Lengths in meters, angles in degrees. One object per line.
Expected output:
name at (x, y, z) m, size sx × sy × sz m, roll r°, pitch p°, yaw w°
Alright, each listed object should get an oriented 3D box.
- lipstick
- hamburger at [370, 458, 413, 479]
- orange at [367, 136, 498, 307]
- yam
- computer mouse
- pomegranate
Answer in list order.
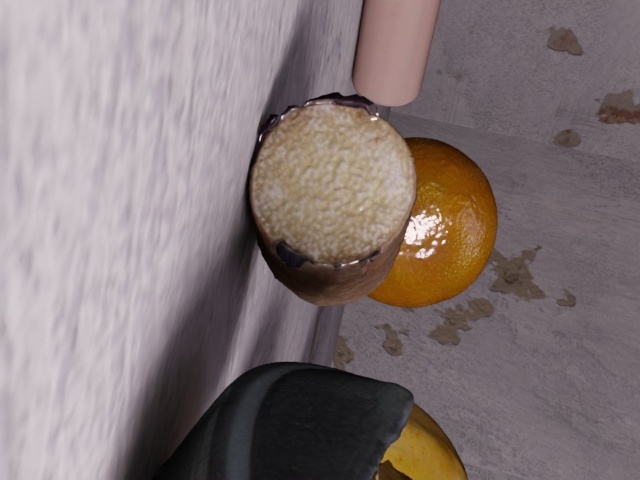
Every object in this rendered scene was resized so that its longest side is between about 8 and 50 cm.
lipstick at (0.078, -0.238, 0.974) m, size 0.254 × 0.070 × 0.070 m, roll 99°, pitch 5°, yaw -47°
hamburger at (-0.013, 0.191, 0.587) m, size 0.191 × 0.118 × 0.182 m, roll 104°, pitch -2°, yaw -46°
orange at (0.104, -0.021, 1.232) m, size 0.206 × 0.206 × 0.206 m, roll 12°, pitch 90°, yaw -87°
yam at (0.007, -0.012, 0.528) m, size 0.127 × 0.084 × 0.084 m, roll 76°, pitch 26°, yaw -76°
computer mouse at (-0.033, 0.104, 0.379) m, size 0.126 × 0.071 × 0.231 m, roll -64°, pitch 171°, yaw 20°
pomegranate at (0.053, 0.273, 1.151) m, size 0.233 × 0.233 × 0.233 m, roll 12°, pitch 90°, yaw -87°
